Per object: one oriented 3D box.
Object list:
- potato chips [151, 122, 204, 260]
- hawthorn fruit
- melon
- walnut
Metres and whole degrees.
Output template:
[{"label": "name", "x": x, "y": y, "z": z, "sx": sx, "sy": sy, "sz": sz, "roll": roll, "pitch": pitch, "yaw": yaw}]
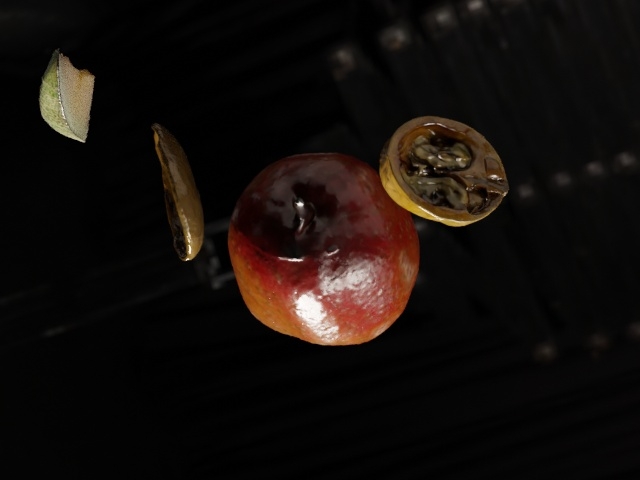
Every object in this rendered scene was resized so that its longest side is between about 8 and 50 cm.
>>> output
[{"label": "potato chips", "x": -0.205, "y": -0.075, "z": 2.615, "sx": 0.150, "sy": 0.049, "sz": 0.201, "roll": 133, "pitch": 118, "yaw": -74}, {"label": "hawthorn fruit", "x": 0.000, "y": 0.000, "z": 2.640, "sx": 0.369, "sy": 0.285, "sz": 0.284, "roll": 72, "pitch": -169, "yaw": -68}, {"label": "melon", "x": -0.345, "y": -0.198, "z": 2.417, "sx": 0.182, "sy": 0.054, "sz": 0.098, "roll": 39, "pitch": -110, "yaw": -81}, {"label": "walnut", "x": 0.098, "y": -0.055, "z": 1.530, "sx": 0.121, "sy": 0.052, "sz": 0.091, "roll": 17, "pitch": -111, "yaw": -24}]
